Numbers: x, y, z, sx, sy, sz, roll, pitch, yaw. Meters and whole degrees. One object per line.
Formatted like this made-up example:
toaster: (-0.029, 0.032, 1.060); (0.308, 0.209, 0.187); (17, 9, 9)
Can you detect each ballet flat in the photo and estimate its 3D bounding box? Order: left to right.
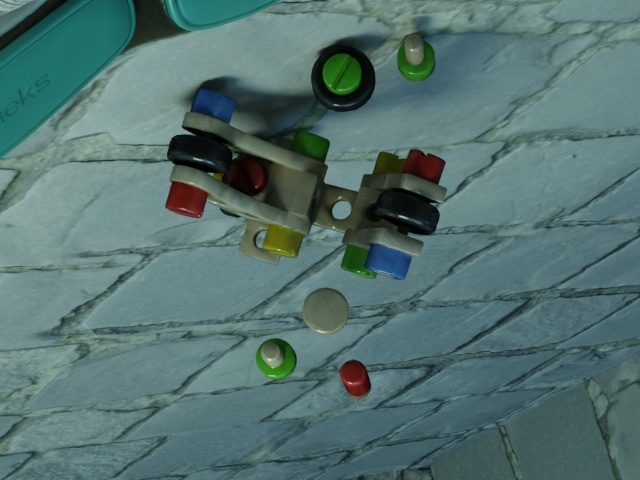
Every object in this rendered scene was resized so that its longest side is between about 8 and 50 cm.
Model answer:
ballet flat: (-0.140, -0.185, 1.212); (0.400, 0.139, 0.139); (-35, 172, -25)

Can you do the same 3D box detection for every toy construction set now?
toy construction set: (0.000, 0.000, 1.705); (0.257, 0.309, 0.237); (-8, 168, 3)

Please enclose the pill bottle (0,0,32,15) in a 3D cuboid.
pill bottle: (-0.183, -0.220, 1.043); (0.301, 0.169, 0.169); (-21, 162, 17)
